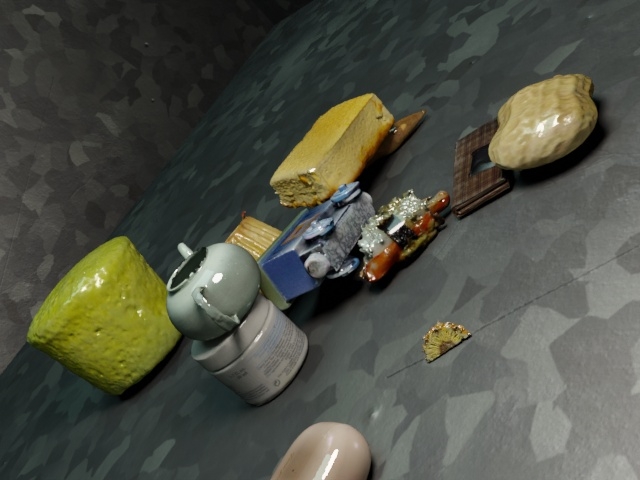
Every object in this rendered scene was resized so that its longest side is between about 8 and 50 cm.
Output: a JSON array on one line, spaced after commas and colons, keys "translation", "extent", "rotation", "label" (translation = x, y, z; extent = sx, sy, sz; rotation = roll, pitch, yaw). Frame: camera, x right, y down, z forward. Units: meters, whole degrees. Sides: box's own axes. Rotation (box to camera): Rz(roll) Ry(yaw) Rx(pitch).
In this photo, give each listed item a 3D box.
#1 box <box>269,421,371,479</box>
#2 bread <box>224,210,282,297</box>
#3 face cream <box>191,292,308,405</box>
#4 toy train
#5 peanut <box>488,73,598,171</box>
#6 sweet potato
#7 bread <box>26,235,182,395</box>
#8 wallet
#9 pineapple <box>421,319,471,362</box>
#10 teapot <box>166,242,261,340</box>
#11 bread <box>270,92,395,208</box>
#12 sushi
[{"translation": [-0.010, 0.351, 1.141], "extent": [0.146, 0.088, 0.200], "rotation": [-10, 42, 57], "label": "box"}, {"translation": [-0.176, 0.076, 1.757], "extent": [0.274, 0.149, 0.274], "rotation": [-55, 6, 9], "label": "bread"}, {"translation": [-0.132, 0.201, 1.527], "extent": [0.177, 0.153, 0.177], "rotation": [-38, 21, 18], "label": "face cream"}, {"translation": [0.000, 0.000, 1.605], "extent": [0.202, 0.131, 0.300], "rotation": [-26, 13, 32], "label": "toy train"}, {"translation": [0.387, -0.209, 1.387], "extent": [0.196, 0.110, 0.233], "rotation": [-27, 30, 37], "label": "peanut"}, {"translation": [0.134, -0.218, 1.903], "extent": [0.281, 0.059, 0.067], "rotation": [-32, -14, 20], "label": "sweet potato"}, {"translation": [-0.521, 0.188, 2.016], "extent": [0.348, 0.308, 0.348], "rotation": [-44, 18, 18], "label": "bread"}, {"translation": [0.301, -0.144, 1.510], "extent": [0.124, 0.042, 0.230], "rotation": [-34, 23, 32], "label": "wallet"}, {"translation": [0.182, 0.147, 1.217], "extent": [0.083, 0.045, 0.019], "rotation": [-40, 11, 23], "label": "pineapple"}, {"translation": [-0.203, 0.087, 1.473], "extent": [0.193, 0.129, 0.294], "rotation": [-46, 20, 3], "label": "teapot"}, {"translation": [0.028, -0.196, 1.810], "extent": [0.184, 0.114, 0.275], "rotation": [-8, 37, 52], "label": "bread"}, {"translation": [0.145, -0.020, 1.492], "extent": [0.226, 0.103, 0.097], "rotation": [-40, 21, -6], "label": "sushi"}]
